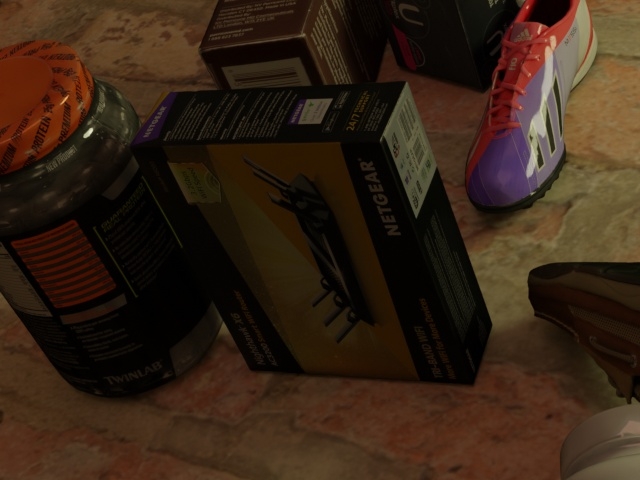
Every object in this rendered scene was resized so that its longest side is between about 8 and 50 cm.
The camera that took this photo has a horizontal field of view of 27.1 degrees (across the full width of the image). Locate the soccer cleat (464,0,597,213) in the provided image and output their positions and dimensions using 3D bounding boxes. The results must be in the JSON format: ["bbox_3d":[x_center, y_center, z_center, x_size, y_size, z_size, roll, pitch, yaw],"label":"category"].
[{"bbox_3d":[0.218,-0.163,1.420,0.109,0.116,0.318,4,48,29],"label":"soccer cleat"}]

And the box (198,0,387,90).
[{"bbox_3d":[-0.011,-0.286,1.605,0.143,0.191,0.381,-4,45,23],"label":"box"}]

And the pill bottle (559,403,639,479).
[{"bbox_3d":[0.235,0.275,0.903,0.181,0.181,0.323,-11,43,15],"label":"pill bottle"}]

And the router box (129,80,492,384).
[{"bbox_3d":[0.000,0.000,1.208,0.243,0.309,0.081,0,46,27],"label":"router box"}]

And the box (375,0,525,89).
[{"bbox_3d":[0.200,-0.333,1.570,0.143,0.165,0.270,23,59,40],"label":"box"}]

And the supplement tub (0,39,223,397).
[{"bbox_3d":[-0.240,-0.018,1.322,0.207,0.338,0.207,-13,42,12],"label":"supplement tub"}]

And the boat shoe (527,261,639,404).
[{"bbox_3d":[0.271,0.081,1.094,0.122,0.120,0.324,1,3,-20],"label":"boat shoe"}]
